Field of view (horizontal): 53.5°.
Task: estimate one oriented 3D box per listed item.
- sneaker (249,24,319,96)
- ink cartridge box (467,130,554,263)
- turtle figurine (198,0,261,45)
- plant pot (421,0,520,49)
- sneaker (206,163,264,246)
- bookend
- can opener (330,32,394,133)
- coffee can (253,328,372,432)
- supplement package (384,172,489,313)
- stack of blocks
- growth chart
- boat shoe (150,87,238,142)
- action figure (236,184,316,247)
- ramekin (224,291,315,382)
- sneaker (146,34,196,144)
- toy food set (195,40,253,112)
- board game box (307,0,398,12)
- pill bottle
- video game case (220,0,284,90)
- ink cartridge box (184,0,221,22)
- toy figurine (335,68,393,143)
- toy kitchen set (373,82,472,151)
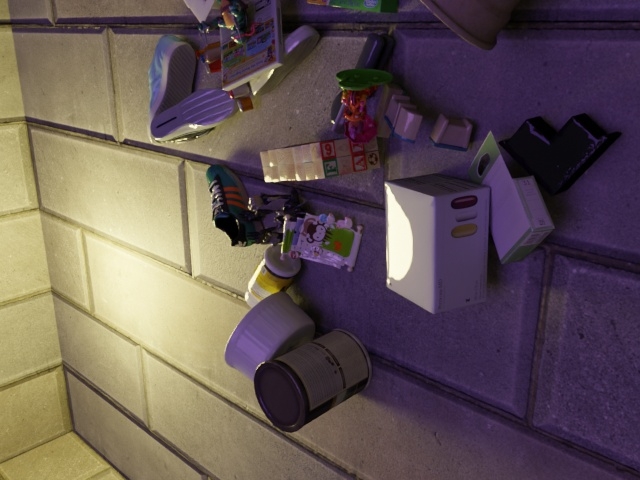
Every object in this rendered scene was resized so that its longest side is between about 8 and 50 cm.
[{"bbox_3d":[-0.132,-0.531,1.707,0.293,0.108,0.169,-29,85,48],"label":"sneaker"},{"bbox_3d":[0.388,-0.089,1.319,0.171,0.056,0.235,101,158,-65],"label":"ink cartridge box"},{"bbox_3d":[-0.246,-0.594,1.649,0.175,0.118,0.234,-19,89,44],"label":"turtle figurine"},{"bbox_3d":[0.310,-0.570,1.123,0.305,0.334,0.333,-41,73,33],"label":"plant pot"},{"bbox_3d":[-0.297,-0.112,2.008,0.302,0.121,0.108,57,135,15],"label":"sneaker"},{"bbox_3d":[0.462,-0.198,1.241,0.157,0.072,0.156,51,134,20],"label":"bookend"},{"bbox_3d":[0.088,-0.382,1.558,0.093,0.074,0.280,49,132,24],"label":"can opener"},{"bbox_3d":[-0.018,0.385,1.782,0.202,0.275,0.201,18,116,41],"label":"coffee can"},{"bbox_3d":[0.256,0.000,1.424,0.204,0.145,0.261,-150,53,-61],"label":"supplement package"},{"bbox_3d":[-0.007,-0.211,1.640,0.297,0.171,0.087,5,107,56],"label":"stack of blocks"},{"bbox_3d":[0.000,0.000,1.761,0.237,0.021,0.171,11,118,17],"label":"growth chart"},{"bbox_3d":[-0.382,-0.392,2.007,0.335,0.119,0.121,-11,83,28],"label":"boat shoe"},{"bbox_3d":[-0.137,-0.060,1.852,0.276,0.141,0.164,-19,88,50],"label":"action figure"},{"bbox_3d":[-0.141,0.301,1.890,0.135,0.277,0.277,36,127,23],"label":"ramekin"},{"bbox_3d":[-0.509,-0.500,2.099,0.150,0.135,0.365,45,123,36],"label":"sneaker"},{"bbox_3d":[-0.282,-0.479,1.846,0.111,0.105,0.232,127,124,-80],"label":"toy food set"},{"bbox_3d":[0.083,-0.701,1.460,0.242,0.064,0.316,24,120,38],"label":"board game box"},{"bbox_3d":[-0.151,0.119,1.940,0.119,0.119,0.208,51,134,20],"label":"pill bottle"},{"bbox_3d":[-0.186,-0.529,1.687,0.227,0.026,0.206,-11,78,41],"label":"video game case"},{"bbox_3d":[-0.341,-0.811,1.813,0.353,0.119,0.207,58,134,15],"label":"ink cartridge box"},{"bbox_3d":[0.091,-0.293,1.449,0.130,0.173,0.159,10,120,16],"label":"toy figurine"},{"bbox_3d":[0.230,-0.262,1.466,0.207,0.166,0.122,-104,25,-56],"label":"toy kitchen set"}]
